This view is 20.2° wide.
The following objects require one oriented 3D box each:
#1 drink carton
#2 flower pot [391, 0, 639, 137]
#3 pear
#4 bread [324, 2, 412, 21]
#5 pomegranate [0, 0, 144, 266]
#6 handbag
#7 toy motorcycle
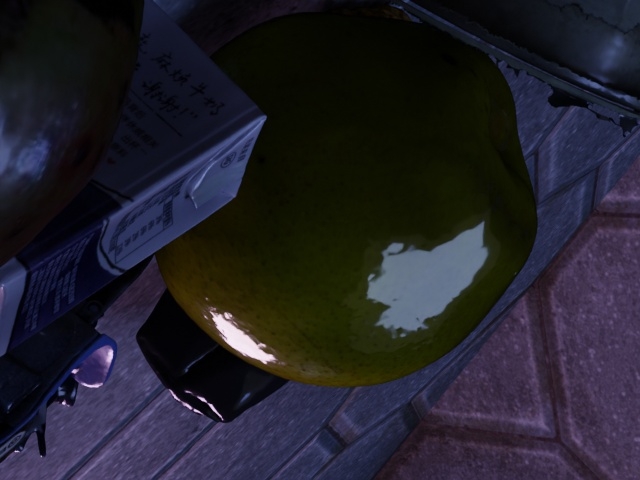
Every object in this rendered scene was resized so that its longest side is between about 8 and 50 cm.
[{"bbox_3d":[-0.159,-0.047,1.104,0.222,0.134,0.102,-36,162,-32],"label":"drink carton"},{"bbox_3d":[0.181,-0.240,1.237,0.259,0.290,0.290,-62,162,12],"label":"flower pot"},{"bbox_3d":[0.008,-0.030,1.322,0.294,0.294,0.294,-41,166,-13],"label":"pear"},{"bbox_3d":[0.035,-0.169,1.489,0.052,0.044,0.157,-56,164,20],"label":"bread"},{"bbox_3d":[-0.217,-0.097,0.651,0.242,0.306,0.242,-166,-90,-78],"label":"pomegranate"},{"bbox_3d":[0.000,0.000,1.694,0.342,0.152,0.288,-39,-177,14],"label":"handbag"},{"bbox_3d":[-0.249,0.105,1.310,0.358,0.125,0.212,-44,167,-32],"label":"toy motorcycle"}]
